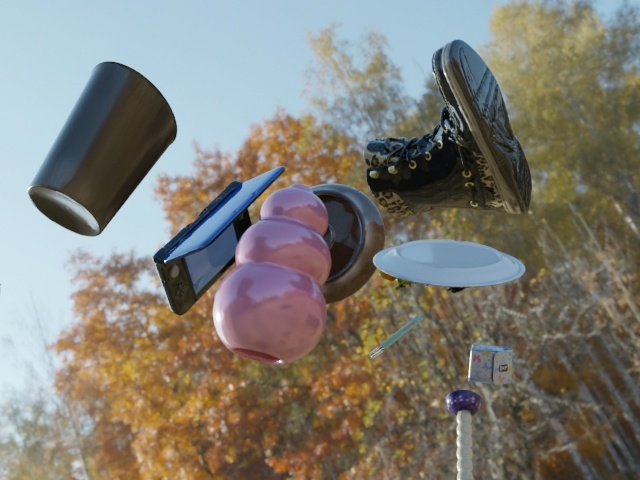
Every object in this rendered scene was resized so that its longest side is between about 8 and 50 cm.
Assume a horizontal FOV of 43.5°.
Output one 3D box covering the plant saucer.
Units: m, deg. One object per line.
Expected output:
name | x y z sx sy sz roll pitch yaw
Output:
plant saucer | 0.000 0.000 1.930 0.310 0.311 0.050 -29 -26 11

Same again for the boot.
boot | 0.208 -0.180 1.490 0.284 0.138 0.377 -6 -42 34

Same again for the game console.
game console | -0.193 0.003 1.695 0.293 0.173 0.250 -48 -39 -38

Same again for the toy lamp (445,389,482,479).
toy lamp | 0.263 0.401 1.454 0.080 0.275 0.080 4 -45 4

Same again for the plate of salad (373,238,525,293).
plate of salad | 0.170 0.039 1.069 0.200 0.048 0.200 1 14 0

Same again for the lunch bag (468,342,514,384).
lunch bag | 0.336 0.244 1.580 0.083 0.071 0.053 6 10 12

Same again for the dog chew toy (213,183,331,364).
dog chew toy | -0.071 0.053 1.468 0.206 0.332 0.206 13 -19 5

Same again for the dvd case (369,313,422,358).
dvd case | 0.130 0.169 1.403 0.087 0.013 0.119 -37 -7 -16

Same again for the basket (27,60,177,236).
basket | -0.349 -0.133 1.277 0.154 0.227 0.204 17 -31 13
